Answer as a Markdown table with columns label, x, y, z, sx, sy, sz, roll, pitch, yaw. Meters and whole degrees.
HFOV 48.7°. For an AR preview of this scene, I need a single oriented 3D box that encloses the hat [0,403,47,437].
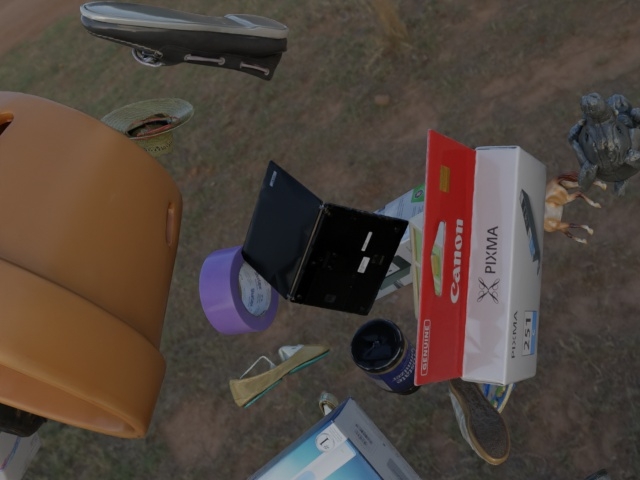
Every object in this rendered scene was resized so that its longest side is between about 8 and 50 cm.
| label | x | y | z | sx | sy | sz | roll | pitch | yaw |
| --- | --- | --- | --- | --- | --- | --- | --- | --- | --- |
| hat | -0.409 | 0.151 | 0.858 | 0.331 | 0.331 | 0.134 | 8 | 53 | 46 |

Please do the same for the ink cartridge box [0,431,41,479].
| label | x | y | z | sx | sy | sz | roll | pitch | yaw |
| --- | --- | --- | --- | --- | --- | --- | --- | --- | --- |
| ink cartridge box | -0.662 | 0.341 | 1.323 | 0.202 | 0.278 | 0.117 | 16 | 48 | 3 |

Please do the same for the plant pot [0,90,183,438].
| label | x | y | z | sx | sy | sz | roll | pitch | yaw |
| --- | --- | --- | --- | --- | --- | --- | --- | --- | --- |
| plant pot | -0.243 | 0.018 | 0.586 | 0.291 | 0.291 | 0.203 | -3 | 57 | 39 |

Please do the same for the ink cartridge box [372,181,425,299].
| label | x | y | z | sx | sy | sz | roll | pitch | yaw |
| --- | --- | --- | --- | --- | --- | --- | --- | --- | --- |
| ink cartridge box | 0.191 | 0.004 | 1.731 | 0.289 | 0.121 | 0.211 | -30 | 26 | 33 |

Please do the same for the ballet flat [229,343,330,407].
| label | x | y | z | sx | sy | sz | roll | pitch | yaw |
| --- | --- | --- | --- | --- | --- | --- | --- | --- | --- |
| ballet flat | -0.087 | 0.265 | 1.494 | 0.232 | 0.073 | 0.080 | -30 | -9 | -21 |

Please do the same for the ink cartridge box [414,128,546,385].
| label | x | y | z | sx | sy | sz | roll | pitch | yaw |
| --- | --- | --- | --- | --- | --- | --- | --- | --- | --- |
| ink cartridge box | 0.208 | 0.029 | 0.877 | 0.066 | 0.261 | 0.296 | 2 | 86 | 33 |

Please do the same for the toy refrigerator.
| label | x | y | z | sx | sy | sz | roll | pitch | yaw |
| --- | --- | --- | --- | --- | --- | --- | --- | --- | --- |
| toy refrigerator | 0.231 | 0.069 | 1.325 | 0.094 | 0.269 | 0.102 | -27 | 45 | -18 |

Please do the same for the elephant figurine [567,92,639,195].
| label | x | y | z | sx | sy | sz | roll | pitch | yaw |
| --- | --- | --- | --- | --- | --- | --- | --- | --- | --- |
| elephant figurine | 0.517 | -0.167 | 1.278 | 0.169 | 0.186 | 0.239 | -59 | -10 | 30 |

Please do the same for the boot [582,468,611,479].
| label | x | y | z | sx | sy | sz | roll | pitch | yaw |
| --- | --- | --- | --- | --- | --- | --- | --- | --- | --- |
| boot | 0.503 | 0.535 | 1.260 | 0.084 | 0.246 | 0.161 | -12 | 40 | -27 |

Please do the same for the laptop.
| label | x | y | z | sx | sy | sz | roll | pitch | yaw |
| --- | --- | --- | --- | --- | --- | --- | --- | --- | --- |
| laptop | 0.000 | 0.000 | 1.391 | 0.136 | 0.265 | 0.234 | -101 | 27 | -56 |

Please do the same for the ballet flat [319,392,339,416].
| label | x | y | z | sx | sy | sz | roll | pitch | yaw |
| --- | --- | --- | --- | --- | --- | --- | --- | --- | --- |
| ballet flat | 0.044 | 0.447 | 1.698 | 0.057 | 0.168 | 0.052 | -34 | -2 | 15 |

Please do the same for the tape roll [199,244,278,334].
| label | x | y | z | sx | sy | sz | roll | pitch | yaw |
| --- | --- | --- | --- | --- | --- | --- | --- | --- | --- |
| tape roll | -0.172 | 0.105 | 1.521 | 0.080 | 0.189 | 0.189 | -11 | 42 | 26 |

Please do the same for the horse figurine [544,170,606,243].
| label | x | y | z | sx | sy | sz | roll | pitch | yaw |
| --- | --- | --- | --- | --- | --- | --- | --- | --- | --- |
| horse figurine | 0.616 | -0.082 | 1.798 | 0.175 | 0.263 | 0.066 | 14 | 40 | 14 |

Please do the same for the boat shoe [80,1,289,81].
| label | x | y | z | sx | sy | sz | roll | pitch | yaw |
| --- | --- | --- | --- | --- | --- | --- | --- | --- | --- |
| boat shoe | -0.183 | -0.278 | 1.021 | 0.335 | 0.095 | 0.112 | -10 | 35 | -42 |

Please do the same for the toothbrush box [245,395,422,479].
| label | x | y | z | sx | sy | sz | roll | pitch | yaw |
| --- | --- | --- | --- | --- | --- | --- | --- | --- | --- |
| toothbrush box | 0.003 | 0.457 | 1.245 | 0.295 | 0.216 | 0.126 | -42 | -6 | 20 |

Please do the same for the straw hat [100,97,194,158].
| label | x | y | z | sx | sy | sz | roll | pitch | yaw |
| --- | --- | --- | --- | --- | --- | --- | --- | --- | --- |
| straw hat | -0.238 | -0.146 | 0.997 | 0.145 | 0.061 | 0.144 | -7 | 33 | 5 |

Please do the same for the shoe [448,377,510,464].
| label | x | y | z | sx | sy | sz | roll | pitch | yaw |
| --- | --- | --- | --- | --- | --- | --- | --- | --- | --- |
| shoe | 0.306 | 0.348 | 1.373 | 0.077 | 0.058 | 0.219 | -7 | 37 | -8 |

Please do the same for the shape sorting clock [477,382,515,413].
| label | x | y | z | sx | sy | sz | roll | pitch | yaw |
| --- | --- | --- | --- | --- | --- | --- | --- | --- | --- |
| shape sorting clock | 0.364 | 0.303 | 1.530 | 0.206 | 0.040 | 0.206 | -164 | 90 | -84 |

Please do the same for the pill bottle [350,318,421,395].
| label | x | y | z | sx | sy | sz | roll | pitch | yaw |
| --- | --- | --- | --- | --- | --- | --- | --- | --- | --- |
| pill bottle | 0.159 | 0.270 | 1.589 | 0.123 | 0.219 | 0.122 | -13 | 57 | 20 |
